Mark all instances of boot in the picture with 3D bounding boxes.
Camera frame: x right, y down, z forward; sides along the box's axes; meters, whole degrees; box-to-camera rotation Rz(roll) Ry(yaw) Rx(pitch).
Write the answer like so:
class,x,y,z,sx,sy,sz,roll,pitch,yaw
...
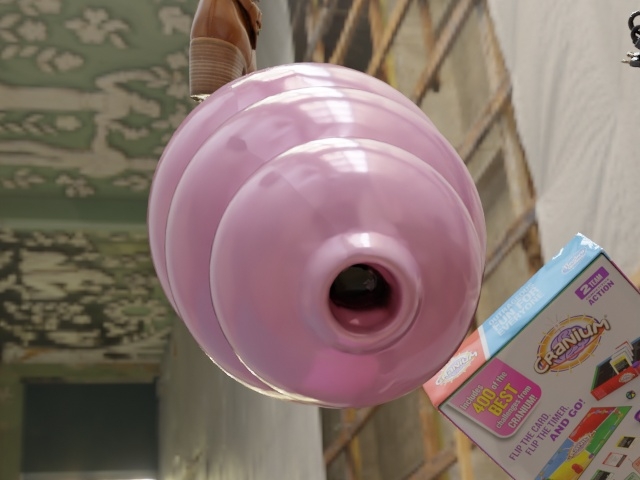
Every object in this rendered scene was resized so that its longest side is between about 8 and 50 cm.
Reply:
class,x,y,z,sx,sy,sz,roll,pitch,yaw
boot,-0.084,-0.203,1.065,0.197,0.073,0.152,62,34,-85

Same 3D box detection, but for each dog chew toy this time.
class,x,y,z,sx,sy,sz,roll,pitch,yaw
dog chew toy,0.000,0.000,0.602,0.332,0.207,0.206,-125,-142,-80

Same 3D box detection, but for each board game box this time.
class,x,y,z,sx,sy,sz,roll,pitch,yaw
board game box,0.305,0.184,1.159,0.242,0.316,0.064,-44,-161,5

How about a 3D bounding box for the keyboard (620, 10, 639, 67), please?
class,x,y,z,sx,sy,sz,roll,pitch,yaw
keyboard,0.368,-0.172,0.814,0.317,0.201,0.033,39,-11,35
